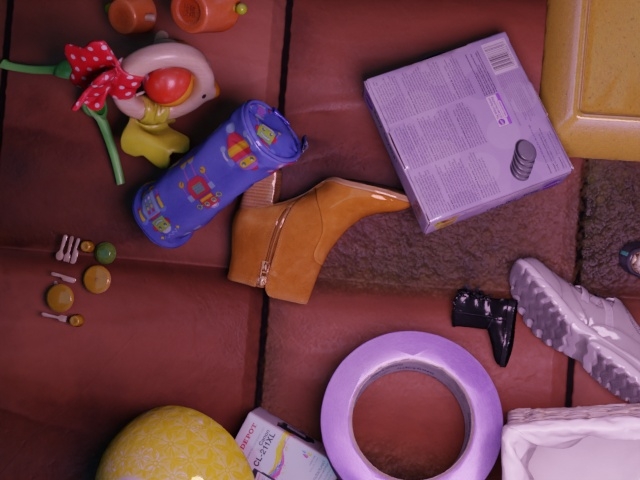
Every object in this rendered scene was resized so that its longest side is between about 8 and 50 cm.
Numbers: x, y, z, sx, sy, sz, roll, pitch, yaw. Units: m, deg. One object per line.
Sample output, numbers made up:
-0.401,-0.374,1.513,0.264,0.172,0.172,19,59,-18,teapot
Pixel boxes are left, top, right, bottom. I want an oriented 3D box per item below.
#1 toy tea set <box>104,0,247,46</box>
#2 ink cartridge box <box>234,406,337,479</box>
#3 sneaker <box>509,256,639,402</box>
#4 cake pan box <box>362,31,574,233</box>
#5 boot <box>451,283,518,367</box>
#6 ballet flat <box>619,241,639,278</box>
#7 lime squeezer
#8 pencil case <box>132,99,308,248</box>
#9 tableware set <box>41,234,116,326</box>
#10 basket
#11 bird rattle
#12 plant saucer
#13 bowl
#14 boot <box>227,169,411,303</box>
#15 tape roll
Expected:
-0.276,-0.423,1.728,0.336,0.124,0.200,47,125,5,toy tea set
-0.064,0.368,1.660,0.175,0.072,0.127,28,93,9,ink cartridge box
0.414,0.123,1.597,0.281,0.105,0.115,44,61,12,sneaker
0.221,-0.173,1.592,0.246,0.070,0.267,-21,77,-11,cake pan box
0.257,0.135,1.631,0.099,0.045,0.121,10,106,21,boot
0.558,0.053,1.572,0.203,0.074,0.074,19,91,9,ballet flat
-0.418,-0.236,1.752,0.310,0.059,0.110,44,94,8,lime squeezer
-0.164,-0.106,1.624,0.306,0.133,0.119,-33,105,33,pencil case
-0.408,0.071,1.756,0.104,0.024,0.154,15,89,6,tableware set
0.432,0.405,1.479,0.328,0.266,0.331,-4,86,9,basket
-0.275,-0.249,1.630,0.207,0.253,0.143,-25,52,7,bird rattle
0.514,-0.290,1.589,0.333,0.081,0.332,5,88,10,plant saucer
-0.256,0.417,1.604,0.289,0.156,0.289,4,99,26,bowl
-0.001,0.000,1.660,0.295,0.104,0.211,8,94,15,boot
0.138,0.282,1.584,0.275,0.090,0.274,0,73,1,tape roll
